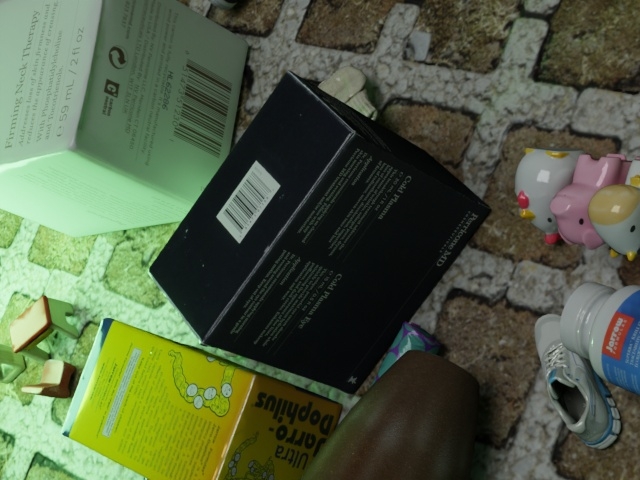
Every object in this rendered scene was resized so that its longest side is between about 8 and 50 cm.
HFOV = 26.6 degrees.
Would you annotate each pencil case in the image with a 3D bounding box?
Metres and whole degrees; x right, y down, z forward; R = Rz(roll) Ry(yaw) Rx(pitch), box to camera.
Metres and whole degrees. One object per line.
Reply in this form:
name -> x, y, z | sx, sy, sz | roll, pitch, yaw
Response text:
pencil case -> 0.104, 0.188, 1.853 | 0.152, 0.064, 0.070 | -60, 12, 4

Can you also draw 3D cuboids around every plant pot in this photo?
plant pot -> 0.109, 0.265, 1.737 | 0.215, 0.215, 0.230 | 8, 64, 44

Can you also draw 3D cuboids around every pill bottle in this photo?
pill bottle -> 0.392, 0.123, 1.576 | 0.221, 0.124, 0.124 | 21, 87, 45

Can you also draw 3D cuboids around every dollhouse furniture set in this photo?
dollhouse furniture set -> -0.596, 0.270, 2.394 | 0.374, 0.152, 0.201 | -39, 51, 24

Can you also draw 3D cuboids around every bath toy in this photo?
bath toy -> 0.350, -0.040, 1.647 | 0.348, 0.151, 0.129 | 19, 109, 63

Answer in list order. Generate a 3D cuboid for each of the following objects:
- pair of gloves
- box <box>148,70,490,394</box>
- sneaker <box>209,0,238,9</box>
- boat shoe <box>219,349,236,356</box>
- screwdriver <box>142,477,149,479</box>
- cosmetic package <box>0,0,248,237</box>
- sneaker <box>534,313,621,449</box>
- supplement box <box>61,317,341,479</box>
pair of gloves -> -0.022, -0.173, 2.079 | 0.240, 0.042, 0.204 | -37, 29, 14
box -> 0.000, 0.000, 1.853 | 0.343, 0.312, 0.179 | -54, 46, 11
sneaker -> -0.145, -0.546, 2.372 | 0.153, 0.101, 0.269 | -25, 63, 32
boat shoe -> -0.143, 0.041, 2.118 | 0.098, 0.096, 0.277 | -10, 66, 39
screwdriver -> -0.282, 0.441, 2.130 | 0.025, 0.024, 0.170 | 11, 81, 14
cosmetic package -> -0.389, -0.219, 2.291 | 0.393, 0.327, 0.330 | -8, 68, 41
sneaker -> 0.304, 0.163, 1.670 | 0.071, 0.083, 0.191 | -41, 48, 24
supplement box -> -0.180, 0.263, 1.989 | 0.356, 0.194, 0.195 | 15, 83, 44
